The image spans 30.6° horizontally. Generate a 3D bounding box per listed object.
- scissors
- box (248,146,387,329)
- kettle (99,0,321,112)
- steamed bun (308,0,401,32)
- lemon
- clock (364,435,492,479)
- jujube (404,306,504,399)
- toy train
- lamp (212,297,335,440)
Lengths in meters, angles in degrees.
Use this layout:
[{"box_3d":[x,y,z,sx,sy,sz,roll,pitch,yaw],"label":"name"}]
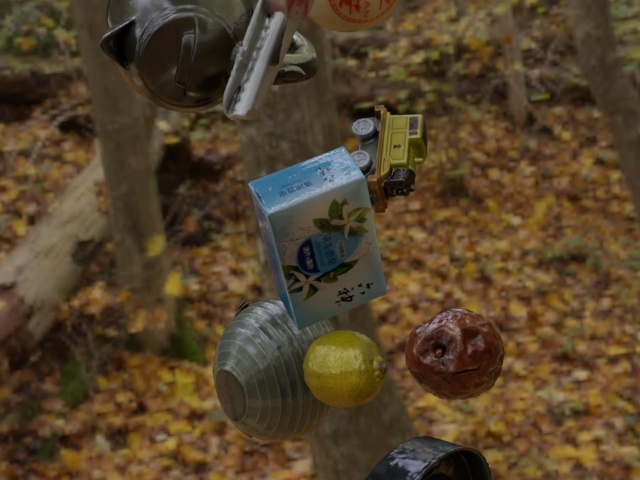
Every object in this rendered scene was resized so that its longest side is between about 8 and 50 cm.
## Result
[{"box_3d":[-0.025,-0.208,0.963,0.030,0.242,0.118,15,-12,26],"label":"scissors"},{"box_3d":[0.000,0.000,1.617,0.143,0.232,0.083,-22,42,-10],"label":"box"},{"box_3d":[-0.157,-0.288,1.706,0.321,0.228,0.324,9,22,-13],"label":"kettle"},{"box_3d":[0.065,-0.483,2.149,0.232,0.232,0.145,-10,42,-18],"label":"steamed bun"},{"box_3d":[0.035,0.179,1.630,0.133,0.109,0.109,-7,4,30],"label":"lemon"},{"box_3d":[0.117,0.456,1.621,0.076,0.386,0.386,18,17,32],"label":"clock"},{"box_3d":[0.241,0.202,2.093,0.174,0.174,0.250,-7,-14,19],"label":"jujube"},{"box_3d":[0.117,-0.141,1.990,0.127,0.219,0.089,-2,-39,13],"label":"toy train"},{"box_3d":[-0.066,0.218,1.967,0.233,0.265,0.233,2,26,-1],"label":"lamp"}]
